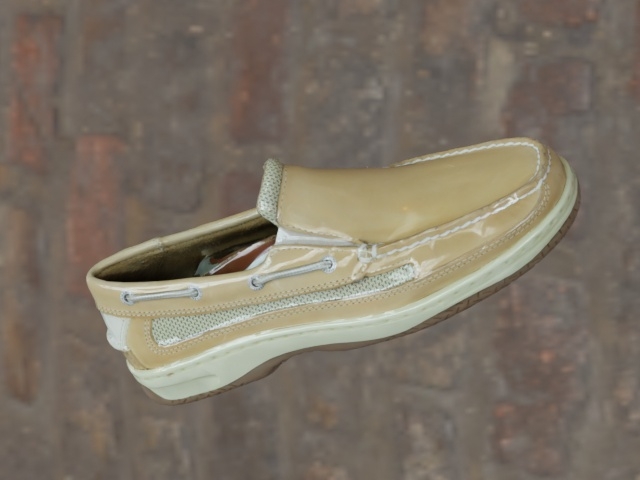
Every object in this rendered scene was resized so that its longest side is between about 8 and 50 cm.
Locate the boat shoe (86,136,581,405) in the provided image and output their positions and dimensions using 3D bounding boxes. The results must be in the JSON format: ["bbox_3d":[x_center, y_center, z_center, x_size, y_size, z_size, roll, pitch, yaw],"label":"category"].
[{"bbox_3d":[0.000,0.000,0.705,0.190,0.072,0.068,-24,29,14],"label":"boat shoe"}]
